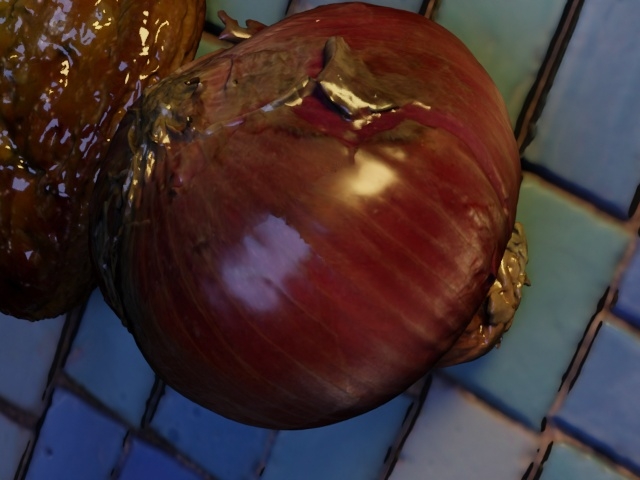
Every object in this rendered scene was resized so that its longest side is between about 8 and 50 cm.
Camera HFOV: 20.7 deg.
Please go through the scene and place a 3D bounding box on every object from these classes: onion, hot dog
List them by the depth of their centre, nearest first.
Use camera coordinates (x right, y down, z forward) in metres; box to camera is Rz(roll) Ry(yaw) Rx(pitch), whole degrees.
[{"bbox_3d":[-0.017,-0.028,1.312,0.354,0.354,0.353,6,102,29],"label":"onion"},{"bbox_3d":[-0.251,-0.110,1.503,0.267,0.174,0.387,33,113,18],"label":"hot dog"}]
